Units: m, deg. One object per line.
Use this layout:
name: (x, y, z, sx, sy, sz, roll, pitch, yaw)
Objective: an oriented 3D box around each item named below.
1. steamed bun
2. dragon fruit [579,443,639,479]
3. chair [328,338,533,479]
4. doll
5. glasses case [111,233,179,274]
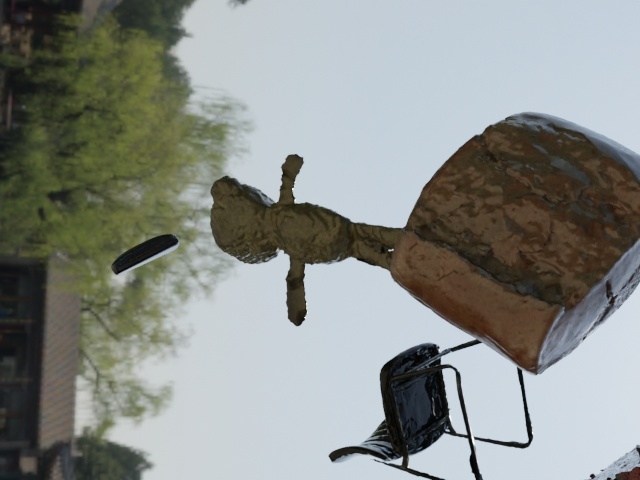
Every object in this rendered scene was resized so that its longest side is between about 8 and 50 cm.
steamed bun: (0.139, -0.010, 0.522, 0.144, 0.175, 0.106, 38, -24, 22)
dragon fruit: (0.463, 0.355, 1.131, 0.240, 0.330, 0.303, 21, -61, 22)
chair: (0.117, 0.198, 0.960, 0.221, 0.140, 0.145, -8, -85, 42)
doll: (-0.006, -0.015, 0.936, 0.285, 0.203, 0.091, -17, -156, 42)
glasses case: (-0.207, 0.014, 0.937, 0.023, 0.083, 0.033, 64, -15, 1)
